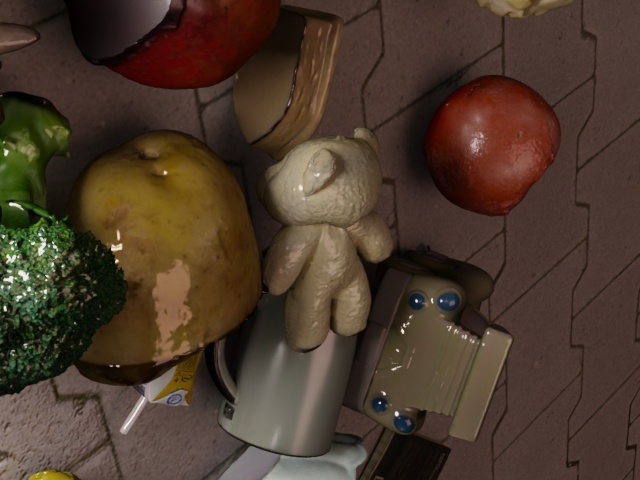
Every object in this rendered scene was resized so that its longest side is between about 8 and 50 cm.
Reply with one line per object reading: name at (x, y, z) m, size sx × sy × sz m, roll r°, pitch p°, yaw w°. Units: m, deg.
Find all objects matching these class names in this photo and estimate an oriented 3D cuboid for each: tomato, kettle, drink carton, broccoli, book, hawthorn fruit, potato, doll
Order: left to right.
broccoli at (-0.323, 0.012, 1.048) m, size 0.297 × 0.298 × 0.297 m, roll 55°, pitch 32°, yaw -49°
potato at (-0.179, 0.000, 1.227) m, size 0.285 × 0.243 × 0.242 m, roll -29°, pitch 130°, yaw -47°
drink carton at (-0.187, 0.150, 1.401) m, size 0.075 × 0.084 × 0.200 m, roll 11°, pitch 102°, yaw -43°
hawthorn fruit at (-0.135, -0.253, 1.144) m, size 0.250 × 0.215 × 0.215 m, roll 25°, pitch 89°, yaw -52°
kettle at (-0.056, 0.147, 1.510) m, size 0.221 × 0.161 × 0.236 m, roll 11°, pitch 100°, yaw -32°
doll at (-0.004, 0.001, 1.381) m, size 0.175 × 0.149 × 0.278 m, roll -44°, pitch 138°, yaw -60°
book at (0.144, 0.416, 2.006) m, size 0.228 × 0.024 × 0.160 m, roll 31°, pitch 85°, yaw -53°
tomato at (0.250, -0.144, 1.692) m, size 0.208 × 0.184 × 0.208 m, roll -50°, pitch 176°, yaw -5°

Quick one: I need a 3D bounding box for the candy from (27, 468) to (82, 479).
candy at (-0.297, 0.353, 1.369) m, size 0.199 × 0.094 × 0.106 m, roll 65°, pitch 22°, yaw -54°

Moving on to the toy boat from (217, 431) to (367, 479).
toy boat at (-0.071, 0.353, 1.601) m, size 0.290 × 0.199 × 0.100 m, roll -42°, pitch 106°, yaw -8°

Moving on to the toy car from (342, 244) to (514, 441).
toy car at (0.179, 0.155, 1.684) m, size 0.336 × 0.226 × 0.242 m, roll -5°, pitch 114°, yaw -72°

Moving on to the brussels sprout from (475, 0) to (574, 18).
brussels sprout at (0.253, -0.455, 1.439) m, size 0.268 × 0.344 × 0.344 m, roll -3°, pitch 117°, yaw -10°

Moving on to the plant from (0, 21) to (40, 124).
plant at (-0.396, -0.149, 0.912) m, size 0.321 × 0.194 × 0.181 m, roll -29°, pitch 143°, yaw -33°

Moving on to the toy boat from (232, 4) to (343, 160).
toy boat at (-0.047, -0.189, 1.360) m, size 0.061 × 0.116 × 0.188 m, roll 3°, pitch 104°, yaw -47°
